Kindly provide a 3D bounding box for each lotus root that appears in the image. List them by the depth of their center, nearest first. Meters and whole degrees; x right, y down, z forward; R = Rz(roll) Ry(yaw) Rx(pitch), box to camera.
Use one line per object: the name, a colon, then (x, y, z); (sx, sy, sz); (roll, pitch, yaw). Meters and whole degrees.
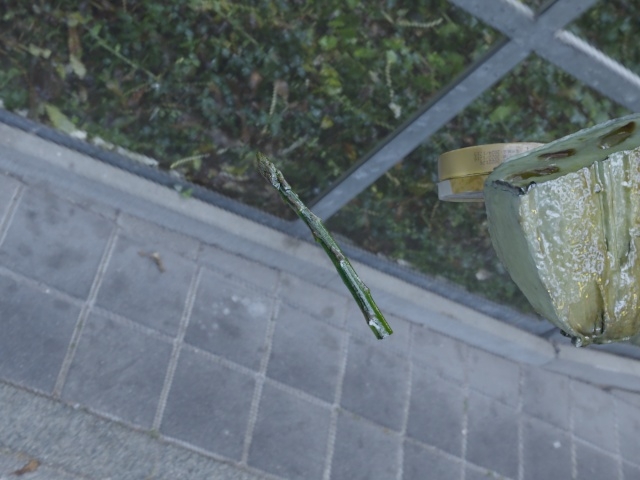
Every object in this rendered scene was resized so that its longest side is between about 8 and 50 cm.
lotus root: (0.174, -0.004, 0.534); (0.143, 0.070, 0.144); (-14, 111, -16)

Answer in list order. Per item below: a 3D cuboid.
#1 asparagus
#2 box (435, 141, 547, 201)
asparagus: (0.000, 0.000, 0.566); (0.162, 0.016, 0.016); (54, 35, 10)
box: (0.147, -0.055, 0.667); (0.106, 0.106, 0.037); (1, 85, -39)
